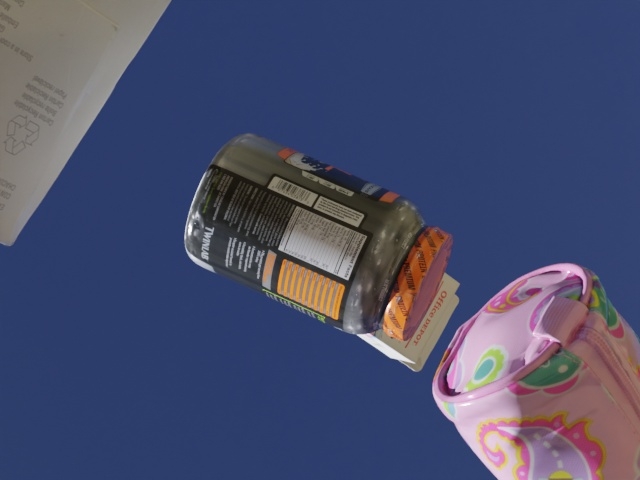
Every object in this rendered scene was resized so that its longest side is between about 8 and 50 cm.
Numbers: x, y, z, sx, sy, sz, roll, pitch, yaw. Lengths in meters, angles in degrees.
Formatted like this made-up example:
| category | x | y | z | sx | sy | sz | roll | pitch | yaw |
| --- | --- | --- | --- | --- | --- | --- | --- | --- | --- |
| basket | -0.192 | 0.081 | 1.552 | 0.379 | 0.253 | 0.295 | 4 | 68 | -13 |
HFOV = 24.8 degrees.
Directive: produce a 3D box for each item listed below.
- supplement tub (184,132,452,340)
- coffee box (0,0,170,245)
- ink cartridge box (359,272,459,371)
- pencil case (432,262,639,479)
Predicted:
| category | x | y | z | sx | sy | sz | roll | pitch | yaw |
| --- | --- | --- | --- | --- | --- | --- | --- | --- | --- |
| supplement tub | 0.000 | 0.000 | 1.146 | 0.117 | 0.190 | 0.117 | -60 | -14 | -26 |
| coffee box | -0.351 | -0.252 | 1.128 | 0.338 | 0.334 | 0.337 | -58 | -36 | -1 |
| ink cartridge box | 0.083 | 0.066 | 1.727 | 0.198 | 0.067 | 0.115 | 34 | -101 | -22 |
| pencil case | 0.188 | 0.148 | 0.842 | 0.284 | 0.124 | 0.124 | 50 | -125 | -14 |
